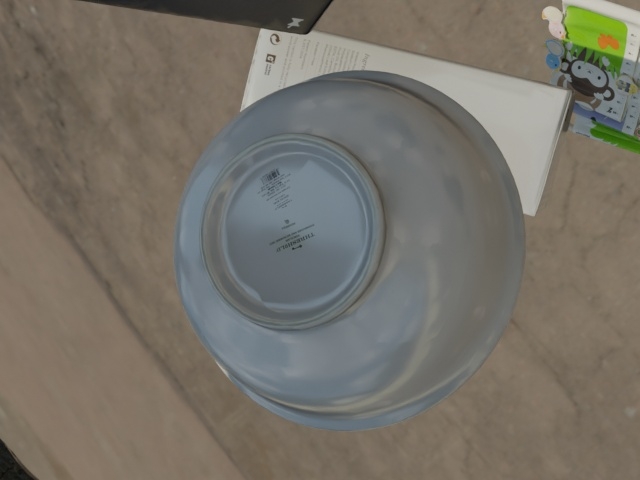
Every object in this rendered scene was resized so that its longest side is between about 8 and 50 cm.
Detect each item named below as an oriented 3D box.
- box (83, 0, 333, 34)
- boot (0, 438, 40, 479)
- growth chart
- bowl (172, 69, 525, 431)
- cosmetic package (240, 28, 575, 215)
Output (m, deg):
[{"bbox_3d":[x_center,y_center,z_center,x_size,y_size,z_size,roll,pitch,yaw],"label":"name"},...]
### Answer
[{"bbox_3d":[-0.122,-0.372,0.938,0.183,0.297,0.293,-41,51,56],"label":"box"},{"bbox_3d":[-0.356,0.265,1.145,0.161,0.083,0.246,17,138,57],"label":"boot"},{"bbox_3d":[0.365,-0.215,1.343,0.172,0.021,0.237,20,143,33],"label":"growth chart"},{"bbox_3d":[0.000,0.000,0.794,0.298,0.298,0.134,46,-170,18],"label":"bowl"},{"bbox_3d":[0.110,-0.151,1.254,0.366,0.155,0.197,17,-172,15],"label":"cosmetic package"}]
